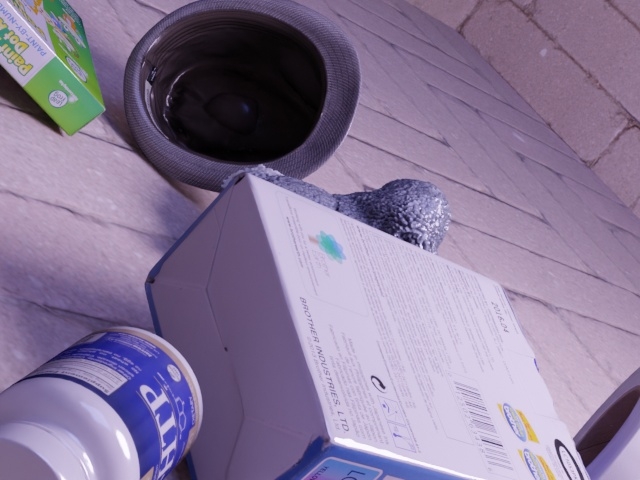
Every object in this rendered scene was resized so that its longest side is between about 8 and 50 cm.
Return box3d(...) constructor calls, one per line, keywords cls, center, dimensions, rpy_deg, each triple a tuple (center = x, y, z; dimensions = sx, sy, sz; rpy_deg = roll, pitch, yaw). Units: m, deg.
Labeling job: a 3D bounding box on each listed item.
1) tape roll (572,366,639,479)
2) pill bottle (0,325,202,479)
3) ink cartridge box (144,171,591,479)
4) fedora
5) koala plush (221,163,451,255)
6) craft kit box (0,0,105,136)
box3d(cls="tape roll", center=(0.334, 0.244, 1.242), dimensions=(0.169, 0.246, 0.246), rpy_deg=(40, 19, 4))
box3d(cls="pill bottle", center=(-0.156, 0.131, 0.815), dimensions=(0.112, 0.112, 0.187), rpy_deg=(39, 20, 3))
box3d(cls="ink cartridge box", center=(0.068, 0.139, 1.088), dimensions=(0.395, 0.151, 0.270), rpy_deg=(20, 37, -39))
box3d(cls="fedora", center=(-0.086, -0.155, 1.477), dimensions=(0.275, 0.243, 0.124), rpy_deg=(8, -15, 8))
box3d(cls="koala plush", center=(0.000, 0.000, 1.319), dimensions=(0.221, 0.203, 0.196), rpy_deg=(22, 22, -11))
box3d(cls="craft kit box", center=(-0.336, -0.261, 1.356), dimensions=(0.250, 0.061, 0.246), rpy_deg=(50, 11, -35))
